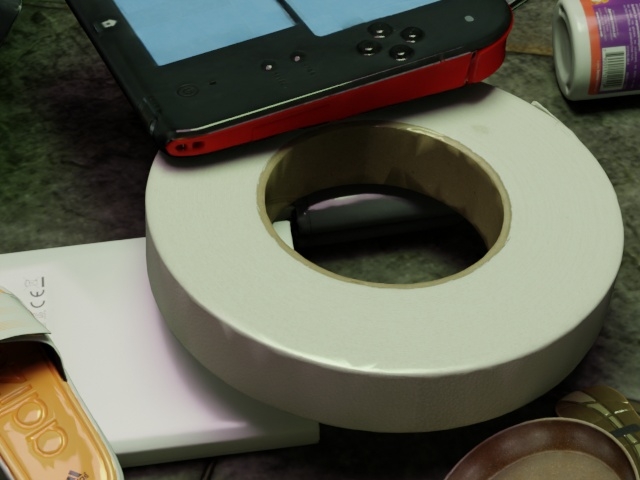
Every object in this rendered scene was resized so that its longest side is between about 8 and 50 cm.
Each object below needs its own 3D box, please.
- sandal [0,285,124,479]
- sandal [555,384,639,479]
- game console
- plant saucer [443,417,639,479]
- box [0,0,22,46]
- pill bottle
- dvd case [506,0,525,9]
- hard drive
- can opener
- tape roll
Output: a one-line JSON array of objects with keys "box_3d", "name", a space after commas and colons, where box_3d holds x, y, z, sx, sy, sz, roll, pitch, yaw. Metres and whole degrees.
[{"box_3d": [-0.238, 0.104, 1.126, 0.102, 0.076, 0.265, -35, 62, -21], "name": "sandal"}, {"box_3d": [0.231, 0.173, 1.114, 0.072, 0.049, 0.180, -16, 27, -6], "name": "sandal"}, {"box_3d": [-0.046, -0.228, 1.346, 0.342, 0.060, 0.386, -15, 41, -19], "name": "game console"}, {"box_3d": [0.154, 0.204, 1.052, 0.168, 0.029, 0.168, -21, 40, 19], "name": "plant saucer"}, {"box_3d": [-0.544, -0.339, 1.416, 0.472, 0.297, 0.479, 22, 35, -24], "name": "box"}, {"box_3d": [0.341, -0.204, 1.495, 0.194, 0.108, 0.108, -6, 41, -4], "name": "pill bottle"}, {"box_3d": [0.210, -0.338, 1.730, 0.165, 0.018, 0.221, 30, 50, 33], "name": "dvd case"}, {"box_3d": [-0.166, 0.090, 1.206, 0.308, 0.040, 0.203, -6, 56, -4], "name": "hard drive"}, {"box_3d": [0.000, 0.000, 1.328, 0.284, 0.076, 0.095, -8, 73, -6], "name": "can opener"}, {"box_3d": [0.051, -0.011, 1.204, 0.392, 0.072, 0.392, 3, 42, -3], "name": "tape roll"}]
